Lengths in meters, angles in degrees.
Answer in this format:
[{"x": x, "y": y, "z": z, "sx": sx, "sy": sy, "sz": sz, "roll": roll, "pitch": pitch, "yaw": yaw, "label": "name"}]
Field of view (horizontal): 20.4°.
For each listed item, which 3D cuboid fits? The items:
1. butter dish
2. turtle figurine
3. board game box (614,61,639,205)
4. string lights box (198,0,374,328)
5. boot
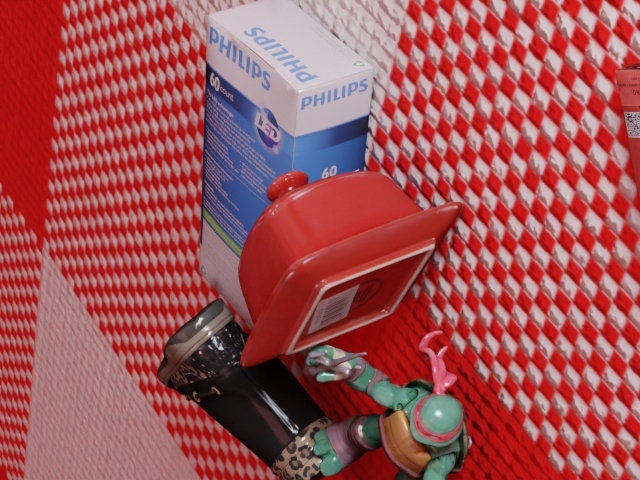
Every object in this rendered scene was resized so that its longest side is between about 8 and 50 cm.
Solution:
[{"x": 0.000, "y": 0.000, "z": 1.331, "sx": 0.118, "sy": 0.160, "sz": 0.160, "roll": 57, "pitch": 149, "yaw": 20, "label": "butter dish"}, {"x": 0.059, "y": 0.161, "z": 1.375, "sx": 0.234, "sy": 0.118, "sz": 0.175, "roll": 112, "pitch": 141, "yaw": -68, "label": "turtle figurine"}, {"x": 0.275, "y": -0.029, "z": 0.981, "sx": 0.281, "sy": 0.027, "sz": 0.145, "roll": 7, "pitch": 114, "yaw": 59, "label": "board game box"}, {"x": -0.033, "y": -0.052, "z": 1.449, "sx": 0.133, "sy": 0.077, "sz": 0.259, "roll": 44, "pitch": 141, "yaw": 39, "label": "string lights box"}, {"x": -0.060, "y": 0.152, "z": 1.600, "sx": 0.178, "sy": 0.085, "sz": 0.236, "roll": 47, "pitch": 168, "yaw": 8, "label": "boot"}]
